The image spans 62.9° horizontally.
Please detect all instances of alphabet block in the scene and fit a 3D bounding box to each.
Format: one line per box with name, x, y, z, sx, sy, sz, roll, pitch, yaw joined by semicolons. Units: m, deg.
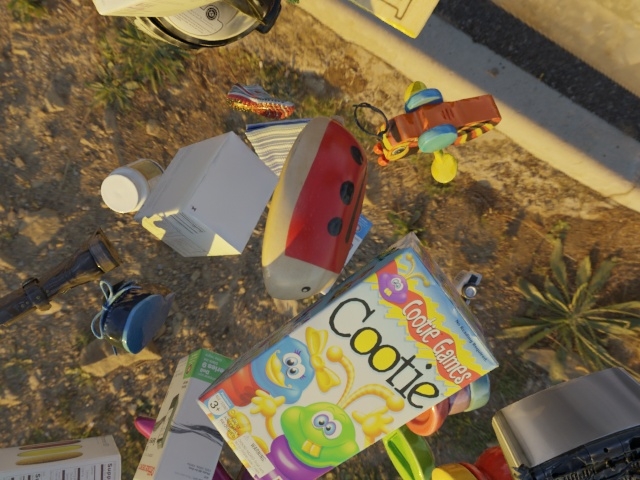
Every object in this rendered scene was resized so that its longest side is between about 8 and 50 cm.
alphabet block;0.150;-0.542;1.006;0.193;0.192;0.197;25;122;-12

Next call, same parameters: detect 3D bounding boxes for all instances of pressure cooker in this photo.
pressure cooker;-0.304;-0.660;1.238;0.369;0.420;0.376;-22;126;-23

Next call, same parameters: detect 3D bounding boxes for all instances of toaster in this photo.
toaster;0.284;0.239;0.543;0.168;0.110;0.186;-24;108;4

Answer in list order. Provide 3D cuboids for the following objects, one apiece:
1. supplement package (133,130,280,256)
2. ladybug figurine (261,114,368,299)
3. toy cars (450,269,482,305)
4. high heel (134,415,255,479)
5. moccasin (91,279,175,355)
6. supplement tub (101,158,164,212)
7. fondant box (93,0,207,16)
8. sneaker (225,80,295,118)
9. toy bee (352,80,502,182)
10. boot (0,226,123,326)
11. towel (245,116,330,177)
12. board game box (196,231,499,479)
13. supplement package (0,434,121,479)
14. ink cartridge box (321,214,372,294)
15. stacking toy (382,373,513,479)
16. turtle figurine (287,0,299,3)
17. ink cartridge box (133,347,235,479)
supplement package;-0.229;-0.086;1.062;0.149;0.203;0.194;43;59;-34
ladybug figurine;0.000;-0.071;1.208;0.161;0.305;0.450;14;90;16
toy cars;0.273;0.216;1.313;0.087;0.176;0.394;24;133;2
high heel;-0.315;0.576;1.283;0.377;0.127;0.181;26;66;0
moccasin;-0.376;0.143;1.021;0.116;0.342;0.138;21;83;-6
supplement tub;-0.599;-0.177;1.694;0.144;0.200;0.144;3;111;9
fondant box;-0.101;-0.378;0.661;0.330;0.238;0.096;-13;111;8
sneaker;-0.192;-0.467;1.715;0.225;0.088;0.093;15;72;2
toy bee;0.172;-0.208;0.973;0.298;0.162;0.195;11;67;-17
boot;-0.507;0.071;1.011;0.229;0.263;0.091;-34;101;-15
towel;-0.058;-0.238;1.503;0.243;0.336;0.040;-4;68;8
board game box;0.031;0.133;0.581;0.275;0.144;0.142;-37;89;13
supplement package;-0.428;0.382;0.767;0.244;0.139;0.134;2;83;-28
ink cartridge box;0.000;0.000;1.827;0.223;0.129;0.307;36;86;-32
stacking toy;0.184;0.259;0.788;0.130;0.279;0.309;-21;92;-17
turtle figurine;-0.014;-0.567;0.994;0.087;0.270;0.217;25;135;-17
ink cartridge box;-0.288;0.408;1.166;0.121;0.211;0.289;26;60;-19
